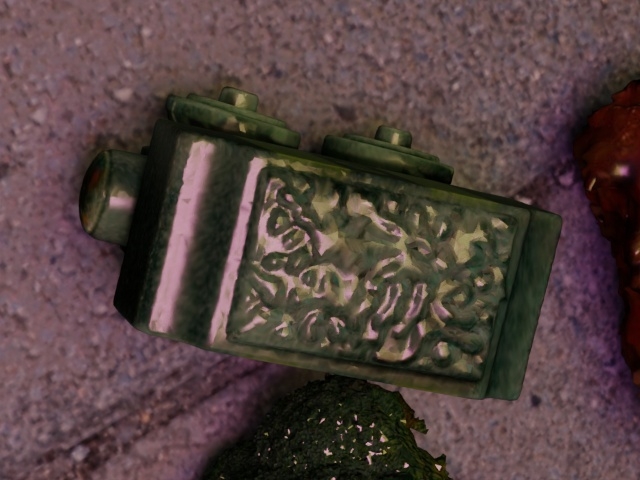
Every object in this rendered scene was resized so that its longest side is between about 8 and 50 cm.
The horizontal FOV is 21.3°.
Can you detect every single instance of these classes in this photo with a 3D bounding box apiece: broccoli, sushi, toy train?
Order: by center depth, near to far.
[{"bbox_3d":[0.000,0.000,1.098,0.299,0.238,0.166,11,96,-20],"label":"toy train"},{"bbox_3d":[0.034,0.217,1.160,0.269,0.254,0.269,-33,138,-35],"label":"broccoli"},{"bbox_3d":[0.298,0.039,1.250,0.182,0.196,0.343,-16,96,1],"label":"sushi"}]
